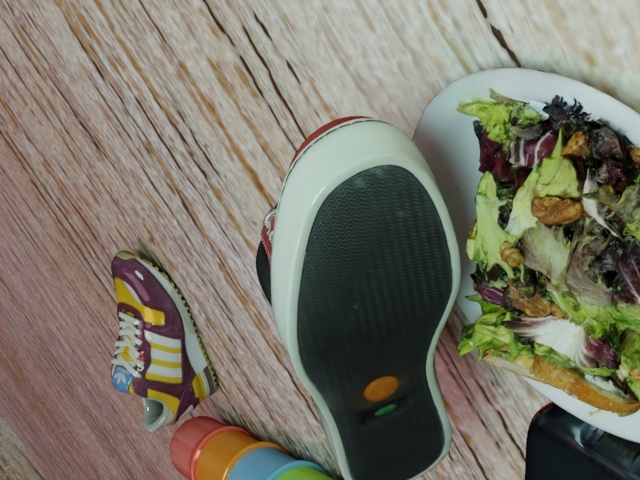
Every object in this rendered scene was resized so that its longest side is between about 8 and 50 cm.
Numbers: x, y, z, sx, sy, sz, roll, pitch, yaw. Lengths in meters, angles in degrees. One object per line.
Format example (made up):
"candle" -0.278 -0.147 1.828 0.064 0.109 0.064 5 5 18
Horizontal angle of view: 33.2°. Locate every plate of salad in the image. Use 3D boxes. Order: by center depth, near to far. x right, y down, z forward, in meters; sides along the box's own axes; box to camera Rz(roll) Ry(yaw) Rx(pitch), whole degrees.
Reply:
"plate of salad" 0.107 0.017 0.479 0.200 0.048 0.200 39 149 29

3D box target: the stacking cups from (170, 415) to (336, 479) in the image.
"stacking cups" -0.036 0.234 0.962 0.316 0.096 0.096 12 134 58

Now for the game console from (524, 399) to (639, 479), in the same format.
"game console" 0.263 0.285 0.561 0.386 0.060 0.342 31 148 36

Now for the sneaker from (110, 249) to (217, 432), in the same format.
"sneaker" -0.160 0.097 0.988 0.070 0.084 0.185 20 141 48

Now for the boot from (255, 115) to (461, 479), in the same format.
"boot" 0.000 0.000 0.565 0.244 0.088 0.176 82 166 -48
